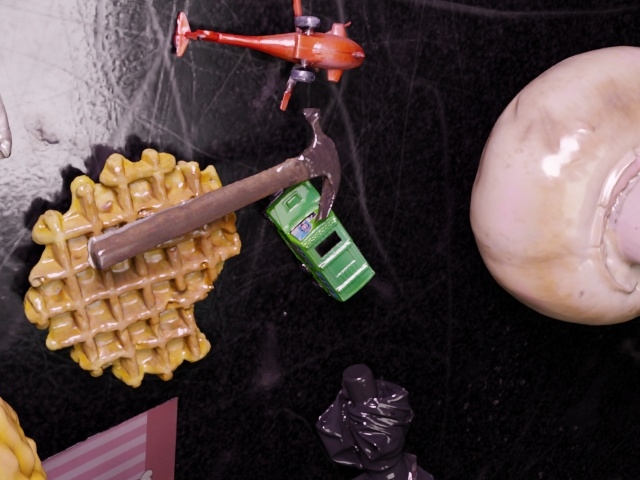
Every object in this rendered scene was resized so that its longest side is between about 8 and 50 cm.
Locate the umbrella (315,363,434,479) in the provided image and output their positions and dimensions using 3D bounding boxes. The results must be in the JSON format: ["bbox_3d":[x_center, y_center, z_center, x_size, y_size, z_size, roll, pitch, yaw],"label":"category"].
[{"bbox_3d":[0.079,0.284,1.181,0.110,0.122,0.272,-62,140,-53],"label":"umbrella"}]

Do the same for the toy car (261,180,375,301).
[{"bbox_3d":[0.000,0.000,1.029,0.071,0.062,0.165,-42,126,-8],"label":"toy car"}]

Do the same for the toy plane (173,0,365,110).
[{"bbox_3d":[-0.045,-0.210,0.908,0.194,0.077,0.126,24,89,-27],"label":"toy plane"}]

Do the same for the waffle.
[{"bbox_3d":[-0.183,0.029,0.936,0.253,0.056,0.249,-49,126,-7],"label":"waffle"}]

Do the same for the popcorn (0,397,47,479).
[{"bbox_3d":[-0.393,0.237,0.716,0.349,0.382,0.348,1,87,-20],"label":"popcorn"}]

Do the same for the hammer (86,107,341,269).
[{"bbox_3d":[-0.102,-0.040,0.908,0.297,0.027,0.125,-24,105,-29],"label":"hammer"}]

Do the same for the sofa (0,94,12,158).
[{"bbox_3d":[-0.377,-0.136,0.654,0.225,0.210,0.176,-24,123,-24],"label":"sofa"}]

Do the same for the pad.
[{"bbox_3d":[-0.243,0.345,1.021,0.202,0.005,0.299,-20,122,-50],"label":"pad"}]

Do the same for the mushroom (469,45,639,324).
[{"bbox_3d":[0.376,-0.047,1.109,0.353,0.353,0.325,-28,153,-19],"label":"mushroom"}]
